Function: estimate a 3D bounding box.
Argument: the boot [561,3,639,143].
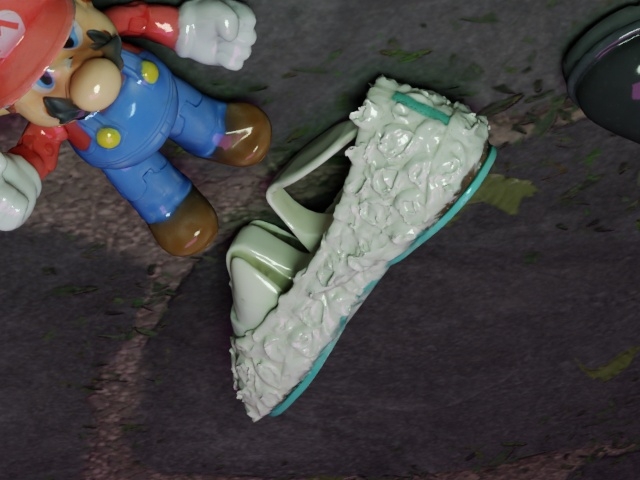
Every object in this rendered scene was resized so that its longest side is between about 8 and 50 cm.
[{"bbox_3d":[0.406,0.023,1.316,0.367,0.445,0.146,2,145,-19],"label":"boot"}]

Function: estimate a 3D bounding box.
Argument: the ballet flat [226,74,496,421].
[{"bbox_3d":[0.000,0.000,1.486,0.147,0.147,0.409,10,139,-29],"label":"ballet flat"}]

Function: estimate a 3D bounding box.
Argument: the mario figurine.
[{"bbox_3d":[-0.144,-0.090,1.222,0.170,0.198,0.320,-13,154,26],"label":"mario figurine"}]
